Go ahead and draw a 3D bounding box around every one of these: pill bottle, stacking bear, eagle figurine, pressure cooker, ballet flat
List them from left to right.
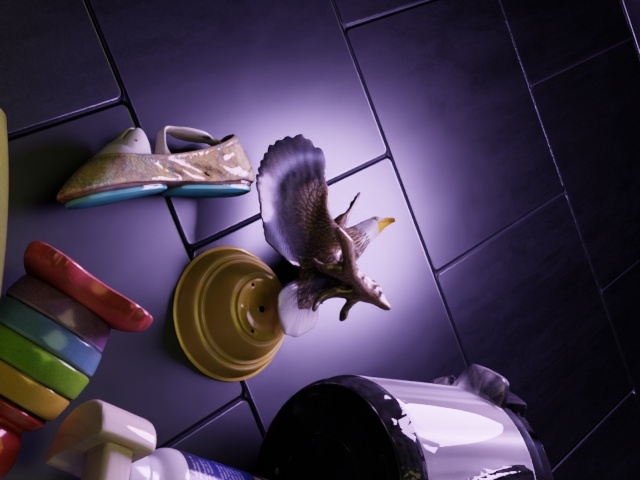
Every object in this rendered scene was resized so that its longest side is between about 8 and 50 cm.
[{"bbox_3d":[-0.370,0.167,1.166,0.175,0.164,0.289,38,72,-23],"label":"stacking bear"},{"bbox_3d":[-0.243,-0.113,1.397,0.349,0.123,0.123,-8,87,-47],"label":"ballet flat"},{"bbox_3d":[-0.189,0.378,1.326,0.265,0.153,0.153,28,65,-35],"label":"pill bottle"},{"bbox_3d":[0.010,-0.002,1.511,0.225,0.298,0.226,0,122,-27],"label":"eagle figurine"},{"bbox_3d":[0.154,0.396,1.480,0.420,0.370,0.375,14,49,-39],"label":"pressure cooker"}]

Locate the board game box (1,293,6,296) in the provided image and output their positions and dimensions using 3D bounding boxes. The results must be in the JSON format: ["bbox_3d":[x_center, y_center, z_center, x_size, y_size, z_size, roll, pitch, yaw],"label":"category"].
[{"bbox_3d":[-0.398,0.150,1.266,0.169,0.033,0.133,25,68,-35],"label":"board game box"}]

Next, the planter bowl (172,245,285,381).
[{"bbox_3d":[-0.114,0.111,1.481,0.217,0.090,0.217,8,77,-40],"label":"planter bowl"}]

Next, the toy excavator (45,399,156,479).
[{"bbox_3d":[-0.323,0.462,1.070,0.222,0.445,0.433,33,19,-32],"label":"toy excavator"}]

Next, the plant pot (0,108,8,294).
[{"bbox_3d":[-0.464,0.019,1.052,0.275,0.275,0.293,-7,80,-41],"label":"plant pot"}]
